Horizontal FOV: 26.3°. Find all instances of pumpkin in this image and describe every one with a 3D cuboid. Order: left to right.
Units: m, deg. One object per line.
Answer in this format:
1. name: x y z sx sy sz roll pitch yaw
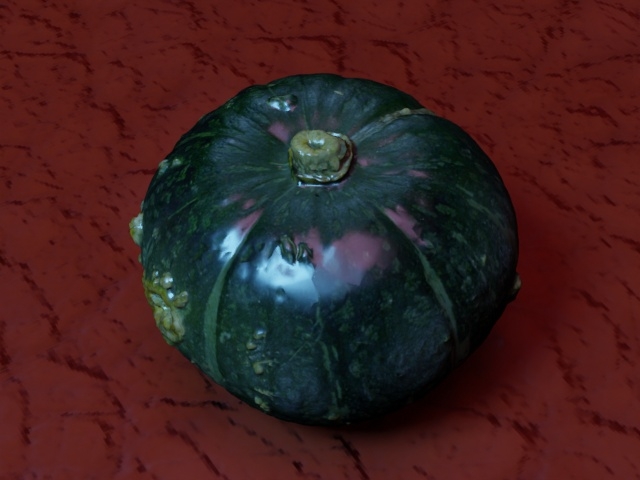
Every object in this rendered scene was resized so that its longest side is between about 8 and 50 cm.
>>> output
1. pumpkin: 0.001 0.001 0.681 0.190 0.146 0.190 -16 40 14
